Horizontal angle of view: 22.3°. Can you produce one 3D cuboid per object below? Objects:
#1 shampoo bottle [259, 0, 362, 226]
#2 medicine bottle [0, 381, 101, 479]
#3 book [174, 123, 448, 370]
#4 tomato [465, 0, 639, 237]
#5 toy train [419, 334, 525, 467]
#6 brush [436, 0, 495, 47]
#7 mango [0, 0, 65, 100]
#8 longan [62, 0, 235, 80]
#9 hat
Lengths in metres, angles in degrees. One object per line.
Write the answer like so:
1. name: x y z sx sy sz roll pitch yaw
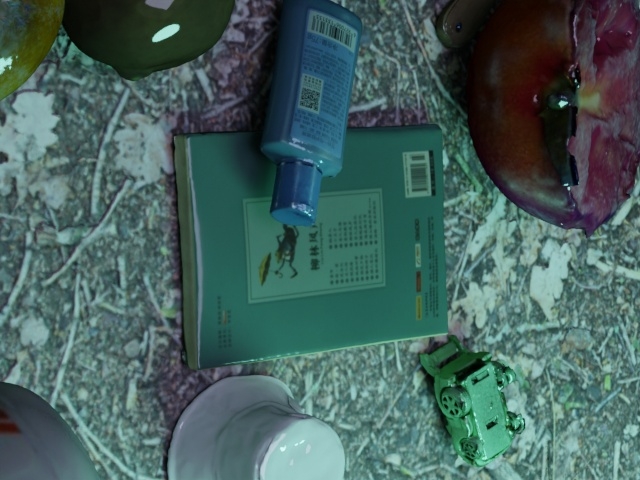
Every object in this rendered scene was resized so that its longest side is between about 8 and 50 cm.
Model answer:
1. shampoo bottle: -0.014 -0.143 1.807 0.103 0.061 0.258 22 66 -33
2. medicine bottle: -0.369 0.293 1.450 0.324 0.256 0.256 -23 105 -32
3. book: 0.000 0.000 1.871 0.379 0.031 0.264 -4 93 -38
4. tomato: 0.289 -0.171 2.011 0.289 0.176 0.335 -1 92 -59
5. toy train: 0.185 0.199 1.998 0.099 0.081 0.149 -30 115 -34
6. brush: 0.253 -0.363 2.041 0.327 0.065 0.070 -52 123 -23
7. mango: -0.387 -0.195 1.499 0.316 0.146 0.193 -25 106 -20
8. longan: -0.173 -0.250 1.646 0.189 0.189 0.189 -1 92 -38
9. hat: -0.054 0.245 1.777 0.203 0.126 0.203 -2 94 -34
